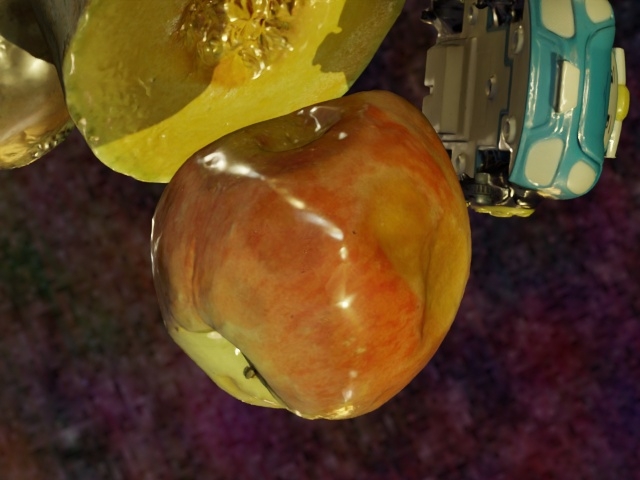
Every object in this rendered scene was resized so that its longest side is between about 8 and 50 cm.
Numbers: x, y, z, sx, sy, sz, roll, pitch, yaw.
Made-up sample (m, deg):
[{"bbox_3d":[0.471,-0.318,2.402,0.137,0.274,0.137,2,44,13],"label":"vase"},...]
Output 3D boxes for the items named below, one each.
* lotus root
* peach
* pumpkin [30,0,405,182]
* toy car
[{"bbox_3d":[-0.321,-0.188,1.749,0.149,0.267,0.260,30,141,52],"label":"lotus root"},{"bbox_3d":[0.000,0.000,1.226,0.214,0.235,0.214,26,148,18],"label":"peach"},{"bbox_3d":[-0.107,-0.230,1.534,0.199,0.332,0.332,51,158,34],"label":"pumpkin"},{"bbox_3d":[0.176,-0.117,1.486,0.314,0.166,0.198,-171,84,-77],"label":"toy car"}]
